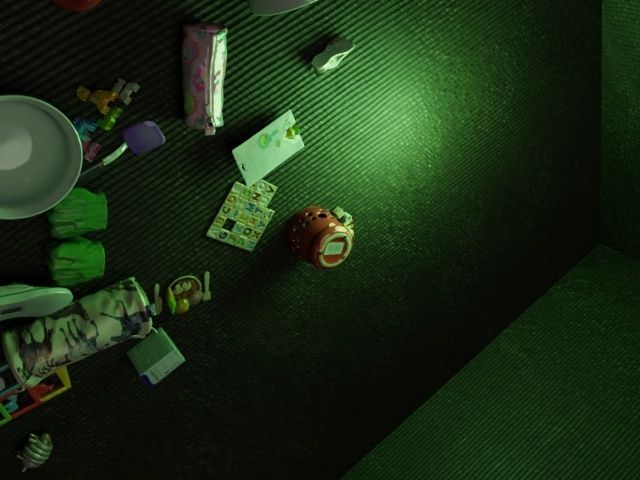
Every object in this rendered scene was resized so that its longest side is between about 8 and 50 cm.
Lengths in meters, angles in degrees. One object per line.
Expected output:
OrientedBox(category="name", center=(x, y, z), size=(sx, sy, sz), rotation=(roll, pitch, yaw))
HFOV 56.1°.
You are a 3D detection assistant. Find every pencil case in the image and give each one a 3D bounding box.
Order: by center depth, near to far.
OrientedBox(category="pencil case", center=(-0.308, -0.430, 1.594), size=(0.124, 0.124, 0.283), rotation=(-12, 122, -34))
OrientedBox(category="pencil case", center=(-0.672, 0.260, 1.684), size=(0.411, 0.183, 0.160), rotation=(-25, 169, -28))

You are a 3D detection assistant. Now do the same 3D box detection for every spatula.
OrientedBox(category="spatula", center=(-0.556, -0.221, 1.588), size=(0.297, 0.030, 0.084), rotation=(-35, 132, -16))

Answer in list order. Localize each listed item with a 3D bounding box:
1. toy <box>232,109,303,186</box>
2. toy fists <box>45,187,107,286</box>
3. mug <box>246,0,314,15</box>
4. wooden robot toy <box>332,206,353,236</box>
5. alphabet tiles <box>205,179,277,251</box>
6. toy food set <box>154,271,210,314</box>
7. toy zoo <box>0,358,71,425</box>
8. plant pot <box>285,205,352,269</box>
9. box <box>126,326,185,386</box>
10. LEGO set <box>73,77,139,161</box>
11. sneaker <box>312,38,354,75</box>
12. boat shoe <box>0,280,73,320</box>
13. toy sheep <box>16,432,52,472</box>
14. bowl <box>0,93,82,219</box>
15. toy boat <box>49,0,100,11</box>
OrientedBox(category="toy", center=(-0.167, -0.287, 1.843), size=(0.237, 0.056, 0.136), rotation=(-38, 130, -21))
OrientedBox(category="toy fists", center=(-0.658, -0.009, 1.597), size=(0.142, 0.096, 0.278), rotation=(-11, 122, -43))
OrientedBox(category="mug", center=(-0.083, -0.737, 1.404), size=(0.276, 0.374, 0.327), rotation=(-33, 127, -12))
OrientedBox(category="wooden robot toy", center=(0.100, -0.044, 2.194), size=(0.076, 0.079, 0.173), rotation=(-30, 132, -21))
OrientedBox(category="alphabet tiles", center=(-0.239, -0.090, 1.942), size=(0.198, 0.009, 0.237), rotation=(23, 101, -44))
OrientedBox(category="toy food set", center=(-0.435, 0.174, 1.928), size=(0.192, 0.038, 0.132), rotation=(-15, 125, -32))
OrientedBox(category="toy zoo", center=(-0.860, 0.410, 1.740), size=(0.293, 0.030, 0.192), rotation=(-28, 130, -23))
OrientedBox(category="plant pot", center=(0.000, 0.000, 2.077), size=(0.191, 0.174, 0.191), rotation=(-21, 130, -27))
OrientedBox(category="box", center=(-0.526, 0.371, 1.918), size=(0.137, 0.126, 0.072), rotation=(-38, 135, -14))
OrientedBox(category="LEGO set", center=(-0.563, -0.324, 1.490), size=(0.227, 0.093, 0.087), rotation=(-57, 167, -2))
OrientedBox(category="sneaker", center=(0.036, -0.562, 1.847), size=(0.158, 0.061, 0.065), rotation=(-35, 160, -15))
OrientedBox(category="boat shoe", center=(-0.786, 0.149, 1.557), size=(0.268, 0.088, 0.096), rotation=(-11, 143, -42))
OrientedBox(category="toy sheep", center=(-0.875, 0.649, 1.842), size=(0.132, 0.091, 0.091), rotation=(-54, 136, -6))
OrientedBox(category="bowl", center=(-0.721, -0.207, 1.390), size=(0.298, 0.134, 0.297), rotation=(-20, 126, -29))
OrientedBox(category="toy boat", center=(-0.558, -0.586, 1.270), size=(0.231, 0.151, 0.151), rotation=(30, 96, -45))
